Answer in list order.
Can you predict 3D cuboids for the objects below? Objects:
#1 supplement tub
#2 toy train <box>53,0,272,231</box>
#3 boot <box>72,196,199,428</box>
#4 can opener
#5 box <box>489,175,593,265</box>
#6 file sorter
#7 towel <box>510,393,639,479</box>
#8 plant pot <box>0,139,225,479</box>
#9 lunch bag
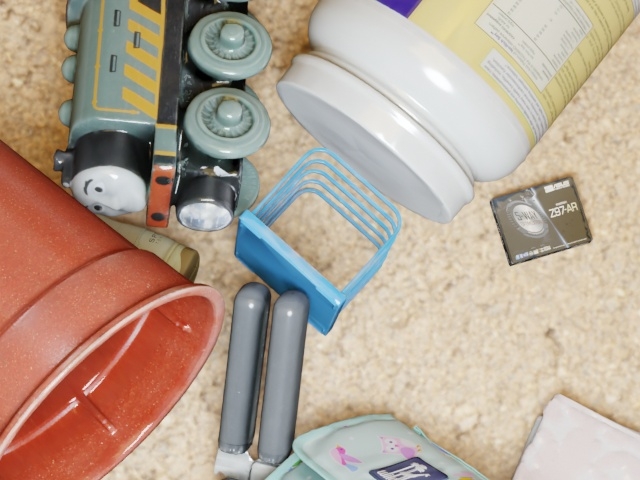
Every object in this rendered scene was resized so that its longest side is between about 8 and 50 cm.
[{"bbox_3d":[0.139,-0.205,1.803,0.241,0.241,0.331,38,81,4],"label":"supplement tub"},{"bbox_3d":[-0.143,-0.155,1.804,0.190,0.142,0.334,4,57,-6],"label":"toy train"},{"bbox_3d":[-0.256,0.083,1.821,0.203,0.095,0.262,28,88,7],"label":"boot"},{"bbox_3d":[-0.060,0.178,1.777,0.074,0.093,0.280,12,106,10],"label":"can opener"},{"bbox_3d":[0.212,-0.019,1.888,0.083,0.018,0.067,-15,82,-4],"label":"box"},{"bbox_3d":[0.000,0.000,1.804,0.118,0.170,0.104,42,78,5],"label":"file sorter"},{"bbox_3d":[0.285,0.347,1.779,0.317,0.053,0.332,27,66,4],"label":"towel"},{"bbox_3d":[-0.269,0.056,1.663,0.272,0.272,0.265,-45,73,-8],"label":"plant pot"},{"bbox_3d":[0.040,0.281,1.718,0.262,0.160,0.223,-44,42,-16],"label":"lunch bag"}]
